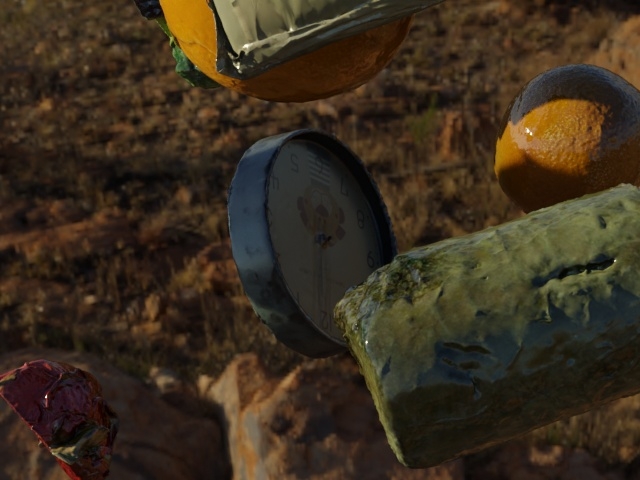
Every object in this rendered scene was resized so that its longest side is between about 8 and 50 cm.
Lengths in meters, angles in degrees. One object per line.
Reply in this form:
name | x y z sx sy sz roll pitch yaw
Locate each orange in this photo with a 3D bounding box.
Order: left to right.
orange | -0.029 -0.259 0.976 0.261 0.261 0.261 -3 29 2
orange | 0.308 -0.117 1.253 0.206 0.206 0.206 -3 29 2

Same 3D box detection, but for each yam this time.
yam | 0.171 0.079 0.920 0.300 0.195 0.195 -18 29 1

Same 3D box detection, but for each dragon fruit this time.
dragon fruit | -0.223 0.176 0.955 0.083 0.162 0.106 -37 49 -21

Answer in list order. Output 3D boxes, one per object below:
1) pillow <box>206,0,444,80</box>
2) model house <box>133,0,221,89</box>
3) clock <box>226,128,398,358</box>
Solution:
pillow | 0.007 -0.191 0.677 0.208 0.119 0.053 -16 11 23
model house | -0.118 -0.306 1.215 0.194 0.170 0.211 -14 -15 10
clock | -0.001 0.000 1.363 0.061 0.312 0.312 -16 19 34
